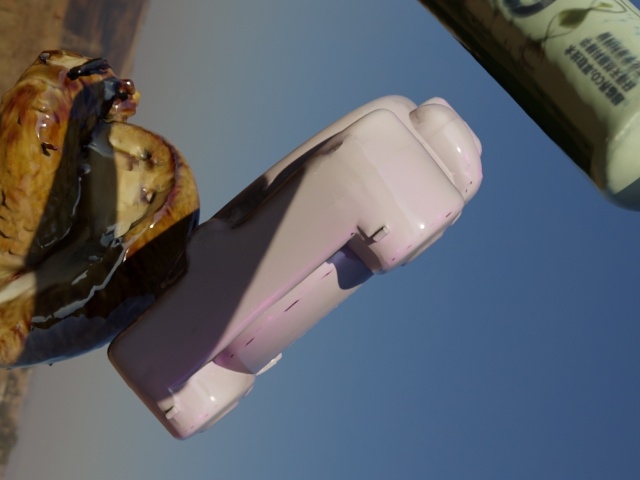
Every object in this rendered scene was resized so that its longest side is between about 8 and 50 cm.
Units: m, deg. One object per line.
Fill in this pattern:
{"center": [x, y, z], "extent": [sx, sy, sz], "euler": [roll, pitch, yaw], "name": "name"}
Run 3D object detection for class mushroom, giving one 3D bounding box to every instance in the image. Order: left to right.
{"center": [-0.241, -0.027, 0.999], "extent": [0.195, 0.263, 0.283], "euler": [18, 93, -80], "name": "mushroom"}

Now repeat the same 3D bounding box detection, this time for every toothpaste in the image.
{"center": [0.089, -0.122, 0.543], "extent": [0.098, 0.061, 0.392], "euler": [-34, -136, 5], "name": "toothpaste"}

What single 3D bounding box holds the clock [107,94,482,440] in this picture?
{"center": [0.000, 0.000, 0.896], "extent": [0.295, 0.113, 0.322], "euler": [-41, 178, 24], "name": "clock"}
